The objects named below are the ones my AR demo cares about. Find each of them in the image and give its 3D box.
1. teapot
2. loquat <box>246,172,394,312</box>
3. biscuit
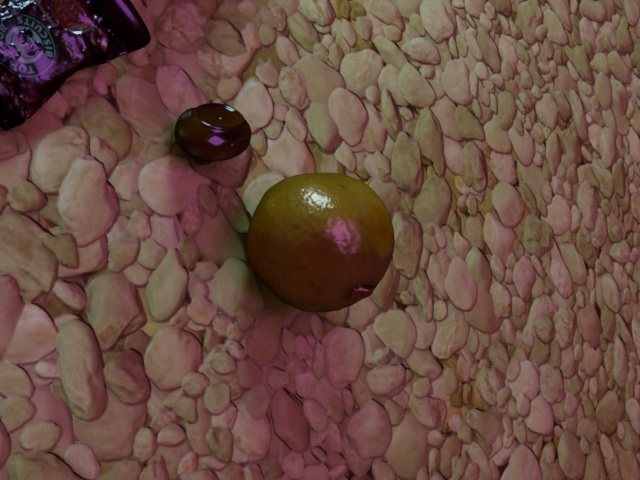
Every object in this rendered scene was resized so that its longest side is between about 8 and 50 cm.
[{"bbox_3d":[-0.148,-0.142,1.164,0.098,0.078,0.129,32,33,15],"label":"teapot"},{"bbox_3d":[0.000,0.000,1.174,0.208,0.208,0.208,12,72,-40],"label":"loquat"},{"bbox_3d":[-0.335,-0.254,1.023,0.235,0.063,0.151,-45,109,-36],"label":"biscuit"}]
